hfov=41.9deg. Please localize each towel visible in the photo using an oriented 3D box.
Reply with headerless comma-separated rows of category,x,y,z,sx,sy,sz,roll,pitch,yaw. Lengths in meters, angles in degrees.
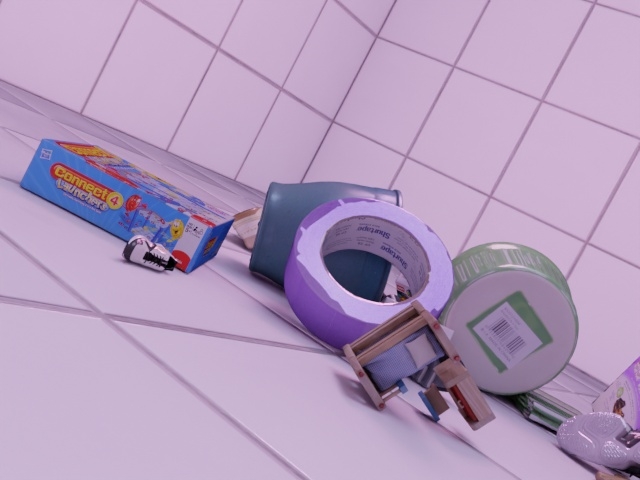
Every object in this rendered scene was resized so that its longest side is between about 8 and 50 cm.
towel,0.499,0.368,1.772,0.248,0.038,0.325,28,3,-4

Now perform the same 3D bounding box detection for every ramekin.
ramekin,0.375,0.165,1.701,0.303,0.303,0.148,27,14,-3

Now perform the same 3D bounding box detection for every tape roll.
tape roll,0.080,0.056,1.399,0.274,0.090,0.275,9,48,-10

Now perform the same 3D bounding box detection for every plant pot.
plant pot,0.000,0.000,1.646,0.255,0.272,0.271,14,5,-5

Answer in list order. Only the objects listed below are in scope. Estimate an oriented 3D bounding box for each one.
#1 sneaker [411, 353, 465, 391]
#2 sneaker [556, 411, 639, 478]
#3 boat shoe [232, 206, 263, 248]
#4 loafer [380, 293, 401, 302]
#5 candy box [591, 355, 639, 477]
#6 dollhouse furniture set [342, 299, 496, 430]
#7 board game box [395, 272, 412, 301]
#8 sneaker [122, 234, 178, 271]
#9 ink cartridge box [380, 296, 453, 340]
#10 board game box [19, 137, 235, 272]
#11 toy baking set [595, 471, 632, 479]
sneaker,0.171,0.193,1.473,0.228,0.086,0.132,29,2,27
sneaker,0.557,0.390,1.463,0.268,0.101,0.153,1,-45,33
boat shoe,-0.138,-0.019,2.054,0.302,0.109,0.098,7,61,-79
loafer,0.146,0.154,1.799,0.076,0.078,0.223,25,5,-30
candy box,0.605,0.320,1.572,0.070,0.196,0.165,27,34,-7
dollhouse furniture set,0.140,0.202,1.143,0.184,0.129,0.129,57,0,-10
board game box,0.321,0.188,1.935,0.305,0.053,0.193,25,-28,25
sneaker,-0.244,0.021,1.205,0.043,0.040,0.109,32,6,22
ink cartridge box,0.184,0.183,1.602,0.181,0.062,0.104,28,-16,-2
board game box,-0.316,-0.065,1.450,0.302,0.086,0.308,28,4,-2
toy baking set,0.555,0.440,1.311,0.256,0.030,0.197,23,8,16
